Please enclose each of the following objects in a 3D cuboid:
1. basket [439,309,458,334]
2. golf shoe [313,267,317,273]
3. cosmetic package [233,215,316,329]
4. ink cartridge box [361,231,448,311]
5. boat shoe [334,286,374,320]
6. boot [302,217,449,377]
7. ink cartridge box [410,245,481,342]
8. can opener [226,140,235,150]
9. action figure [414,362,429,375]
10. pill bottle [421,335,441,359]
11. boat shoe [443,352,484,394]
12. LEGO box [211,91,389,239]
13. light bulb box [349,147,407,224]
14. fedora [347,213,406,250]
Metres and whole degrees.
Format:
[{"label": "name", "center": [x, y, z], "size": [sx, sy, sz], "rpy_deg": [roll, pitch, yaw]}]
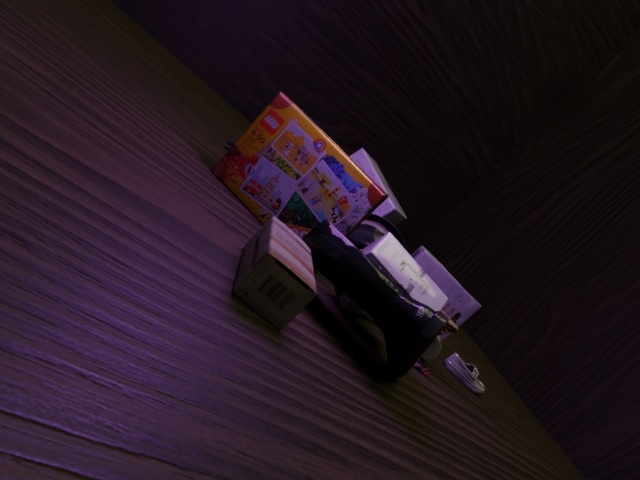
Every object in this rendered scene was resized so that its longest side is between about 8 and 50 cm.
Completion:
[{"label": "basket", "center": [0.377, 0.237, 1.850], "size": [0.299, 0.222, 0.214], "rpy_deg": [-107, -178, -72]}, {"label": "golf shoe", "center": [-0.092, 0.041, 1.513], "size": [0.198, 0.077, 0.094], "rpy_deg": [41, -11, -8]}, {"label": "cosmetic package", "center": [-0.108, 0.067, 1.155], "size": [0.153, 0.129, 0.296], "rpy_deg": [41, 11, -17]}, {"label": "ink cartridge box", "center": [0.228, 0.143, 1.484], "size": [0.283, 0.117, 0.207], "rpy_deg": [49, -33, -2]}, {"label": "boat shoe", "center": [0.151, 0.209, 1.668], "size": [0.301, 0.108, 0.102], "rpy_deg": [21, 27, -48]}, {"label": "boot", "center": [0.129, 0.177, 1.388], "size": [0.445, 0.146, 0.367], "rpy_deg": [37, -32, 16]}, {"label": "ink cartridge box", "center": [0.483, 0.261, 2.125], "size": [0.385, 0.308, 0.091], "rpy_deg": [42, 12, -12]}, {"label": "can opener", "center": [-0.389, -0.424, 2.197], "size": [0.186, 0.073, 0.059], "rpy_deg": [-5, 89, -72]}, {"label": "action figure", "center": [0.345, 0.444, 1.681], "size": [0.115, 0.030, 0.038], "rpy_deg": [38, 18, -23]}, {"label": "pill bottle", "center": [0.418, 0.389, 1.911], "size": [0.119, 0.119, 0.208], "rpy_deg": [42, 11, -10]}, {"label": "boat shoe", "center": [0.671, 0.601, 2.126], "size": [0.267, 0.088, 0.096], "rpy_deg": [41, 11, -15]}, {"label": "LEGO box", "center": [-0.067, -0.201, 1.663], "size": [0.500, 0.372, 0.193], "rpy_deg": [45, 11, 6]}, {"label": "light bulb box", "center": [0.160, -0.179, 2.255], "size": [0.225, 0.361, 0.358], "rpy_deg": [25, 38, -63]}, {"label": "fedora", "center": [0.198, 0.047, 2.020], "size": [0.334, 0.334, 0.152], "rpy_deg": [44, 28, 0]}]
